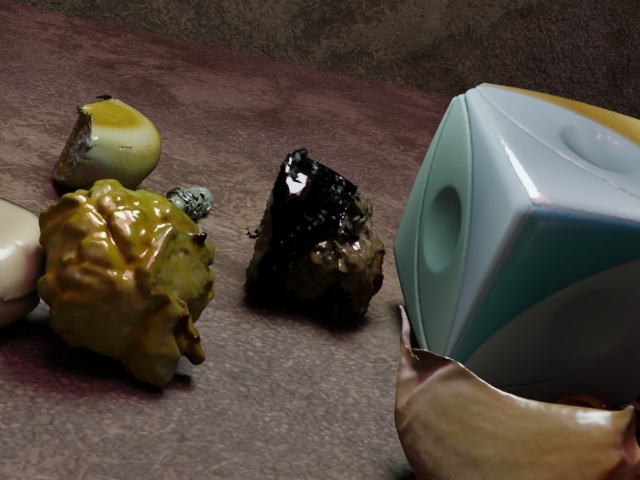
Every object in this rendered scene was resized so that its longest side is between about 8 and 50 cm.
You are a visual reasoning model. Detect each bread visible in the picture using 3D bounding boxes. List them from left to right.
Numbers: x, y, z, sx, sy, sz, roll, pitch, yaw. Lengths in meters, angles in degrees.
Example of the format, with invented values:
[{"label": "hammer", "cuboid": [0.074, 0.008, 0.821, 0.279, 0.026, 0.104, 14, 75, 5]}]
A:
[{"label": "bread", "cuboid": [-0.361, -0.145, 1.887, 0.156, 0.158, 0.261, 31, 20, 10]}]

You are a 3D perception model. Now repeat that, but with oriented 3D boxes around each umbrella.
[{"label": "umbrella", "cuboid": [-0.225, -0.066, 1.890, 0.067, 0.062, 0.143, 52, 18, 5]}]

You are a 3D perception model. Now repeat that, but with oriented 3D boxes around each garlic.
[{"label": "garlic", "cuboid": [0.194, 0.222, 1.229, 0.338, 0.196, 0.151, 22, 4, 41]}]

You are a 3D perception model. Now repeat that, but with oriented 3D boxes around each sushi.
[{"label": "sushi", "cuboid": [0.005, 0.002, 1.662, 0.219, 0.225, 0.238, 26, 52, 2]}]

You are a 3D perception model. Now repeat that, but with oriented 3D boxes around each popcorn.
[{"label": "popcorn", "cuboid": [-0.224, 0.045, 1.334, 0.266, 0.192, 0.233, 60, 17, 9]}]

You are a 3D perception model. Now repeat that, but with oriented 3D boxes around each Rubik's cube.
[{"label": "Rubik's cube", "cuboid": [0.335, 0.009, 1.605, 0.352, 0.351, 0.347, 11, 34, -19]}]

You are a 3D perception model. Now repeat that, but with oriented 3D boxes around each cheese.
[{"label": "cheese", "cuboid": [-0.463, 0.019, 1.339, 0.266, 0.127, 0.233, 20, 20, 19]}]

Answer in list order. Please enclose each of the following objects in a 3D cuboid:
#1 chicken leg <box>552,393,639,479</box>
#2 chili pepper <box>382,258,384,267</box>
[{"label": "chicken leg", "cuboid": [0.368, 0.271, 1.415, 0.177, 0.083, 0.322, 26, 20, 1]}, {"label": "chili pepper", "cuboid": [0.053, -0.006, 1.971, 0.059, 0.050, 0.191, 0, 37, -48]}]
